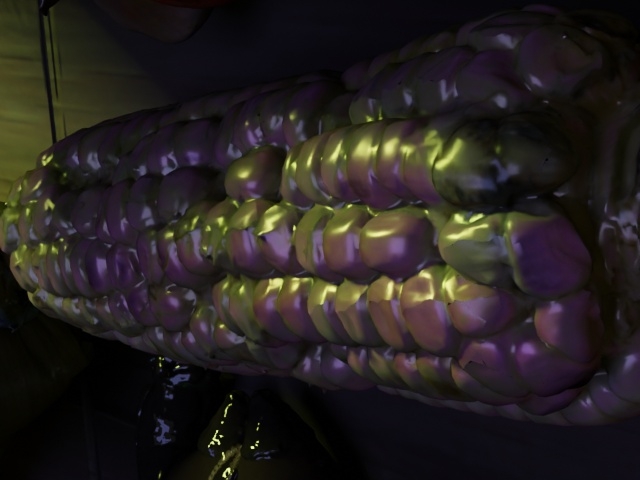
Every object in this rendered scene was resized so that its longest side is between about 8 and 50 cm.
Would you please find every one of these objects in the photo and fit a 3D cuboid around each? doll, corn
[{"bbox_3d":[-0.039,0.109,0.637,0.139,0.057,0.165,-17,84,53],"label":"doll"},{"bbox_3d":[-0.002,-0.001,0.512,0.335,0.127,0.126,-5,98,51],"label":"corn"}]

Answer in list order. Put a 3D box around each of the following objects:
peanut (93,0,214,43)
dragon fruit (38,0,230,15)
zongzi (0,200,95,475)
[{"bbox_3d":[-0.071,-0.153,0.576,0.076,0.076,0.152,4,104,48],"label":"peanut"},{"bbox_3d":[-0.037,-0.189,0.412,0.252,0.241,0.241,-6,99,17],"label":"dragon fruit"},{"bbox_3d":[-0.189,0.107,0.754,0.251,0.125,0.274,9,112,56],"label":"zongzi"}]
